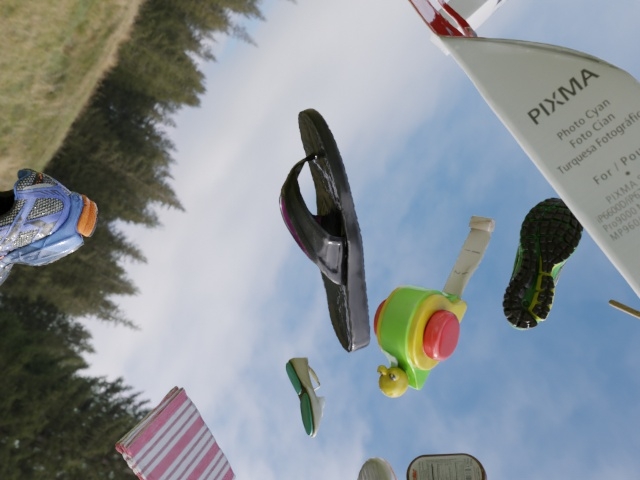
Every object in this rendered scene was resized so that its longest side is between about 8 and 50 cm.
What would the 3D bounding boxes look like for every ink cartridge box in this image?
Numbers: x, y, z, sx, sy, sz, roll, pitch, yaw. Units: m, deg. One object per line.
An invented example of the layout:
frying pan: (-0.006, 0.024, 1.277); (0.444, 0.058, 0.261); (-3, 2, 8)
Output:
ink cartridge box: (0.227, -0.129, 0.528); (0.091, 0.308, 0.385); (-38, -108, 26)

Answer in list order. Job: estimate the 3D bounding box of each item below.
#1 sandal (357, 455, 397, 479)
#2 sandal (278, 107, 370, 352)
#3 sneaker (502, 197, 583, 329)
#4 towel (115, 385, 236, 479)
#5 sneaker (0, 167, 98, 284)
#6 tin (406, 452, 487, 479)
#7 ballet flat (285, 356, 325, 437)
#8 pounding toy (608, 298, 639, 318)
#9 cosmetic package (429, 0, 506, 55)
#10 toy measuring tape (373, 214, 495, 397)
sandal: (0.090, 0.391, 0.815); (0.265, 0.076, 0.102); (103, -29, -41)
sandal: (0.001, 0.002, 0.995); (0.106, 0.446, 0.167); (-15, -161, -15)
sneaker: (0.522, 0.054, 1.391); (0.344, 0.134, 0.146); (-64, 162, -8)
towel: (-0.215, 0.344, 0.888); (0.029, 0.197, 0.144); (-20, -166, 32)
sneaker: (-0.330, -0.004, 0.555); (0.221, 0.087, 0.083); (-29, -138, 4)
tin: (0.298, 0.562, 1.369); (0.189, 0.040, 0.106); (-9, -130, 14)
ballet flat: (-0.030, 0.445, 1.669); (0.086, 0.086, 0.249); (-44, -131, 27)
pounding toy: (0.653, 0.057, 1.167); (0.154, 0.154, 0.270); (-17, -139, 22)
cosmetic package: (0.331, -0.494, 1.171); (0.239, 0.060, 0.099); (-42, 168, 4)
toy measuring tape: (0.164, 0.070, 0.828); (0.121, 0.121, 0.330); (-10, -136, 60)
